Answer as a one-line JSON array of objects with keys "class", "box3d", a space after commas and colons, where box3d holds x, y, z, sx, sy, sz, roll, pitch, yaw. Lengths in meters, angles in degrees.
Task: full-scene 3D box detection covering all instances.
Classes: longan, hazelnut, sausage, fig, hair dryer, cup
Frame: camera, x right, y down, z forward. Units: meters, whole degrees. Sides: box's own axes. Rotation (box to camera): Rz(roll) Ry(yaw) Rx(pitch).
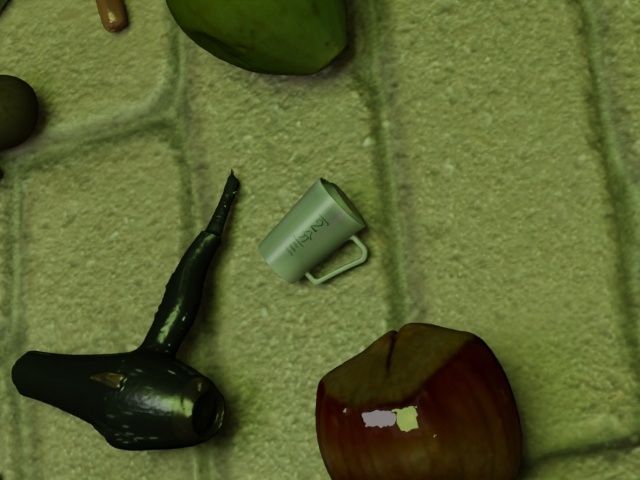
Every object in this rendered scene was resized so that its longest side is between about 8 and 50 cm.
[{"class": "longan", "box3d": [-0.414, -0.164, 1.988, 0.113, 0.092, 0.113, -22, 46, 25]}, {"class": "hazelnut", "box3d": [0.104, 0.199, 1.611, 0.212, 0.181, 0.181, -16, 40, 18]}, {"class": "sausage", "box3d": [-0.272, -0.307, 1.999, 0.034, 0.034, 0.083, -24, 67, 16]}, {"class": "fig", "box3d": [-0.074, -0.295, 1.811, 0.207, 0.207, 0.230, -34, 63, 12]}, {"class": "hair dryer", "box3d": [-0.193, 0.073, 1.836, 0.303, 0.120, 0.359, 9, 68, 41]}, {"class": "cup", "box3d": [0.000, 0.000, 1.770, 0.116, 0.074, 0.104, -44, 91, 11]}]

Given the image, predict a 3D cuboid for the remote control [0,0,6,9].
[{"class": "remote control", "box3d": [-0.458, -0.337, 2.090, 0.090, 0.038, 0.309, 35, 91, 29]}]
